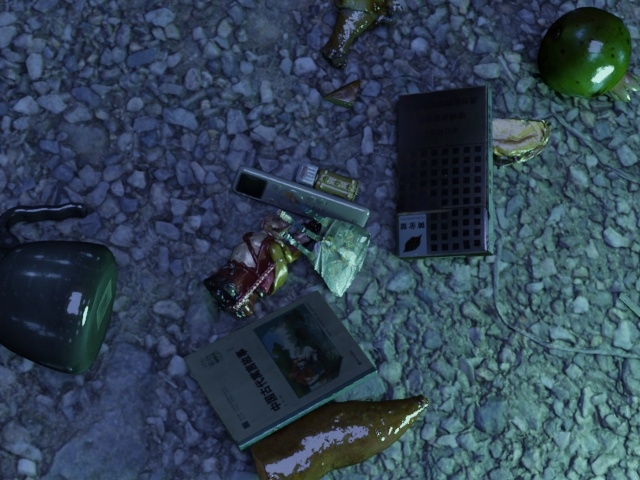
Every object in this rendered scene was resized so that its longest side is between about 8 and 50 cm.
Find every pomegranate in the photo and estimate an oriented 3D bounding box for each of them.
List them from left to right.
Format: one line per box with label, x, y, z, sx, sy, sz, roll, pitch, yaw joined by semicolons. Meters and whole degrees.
pomegranate;0.543;-0.354;2.052;0.225;0.187;0.187;32;74;-28

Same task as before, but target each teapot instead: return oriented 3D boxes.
teapot;-0.500;0.055;1.761;0.285;0.223;0.305;11;79;0

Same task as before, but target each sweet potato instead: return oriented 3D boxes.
sweet potato;0.034;0.341;1.839;0.337;0.131;0.131;-24;84;-14

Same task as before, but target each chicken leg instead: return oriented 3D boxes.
chicken leg;0.069;-0.437;2.027;0.196;0.080;0.125;-43;101;-14

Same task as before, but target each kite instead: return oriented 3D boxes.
kite;0.001;0.000;1.884;0.245;0.015;0.141;35;73;-39

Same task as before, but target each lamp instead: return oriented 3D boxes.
lamp;-0.098;0.026;1.878;0.118;0.118;0.253;42;70;0

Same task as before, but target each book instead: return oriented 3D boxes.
book;-0.071;0.225;1.848;0.283;0.025;0.215;-28;57;-16

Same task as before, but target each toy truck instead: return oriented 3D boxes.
toy truck;0.010;-0.108;1.955;0.123;0.063;0.052;20;77;-6

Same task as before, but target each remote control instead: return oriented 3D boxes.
remote control;-0.038;-0.074;1.938;0.261;0.067;0.029;19;44;-6

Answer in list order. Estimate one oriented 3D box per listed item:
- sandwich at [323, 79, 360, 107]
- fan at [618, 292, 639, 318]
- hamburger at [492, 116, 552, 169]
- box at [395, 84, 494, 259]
sandwich;0.051;-0.279;2.013;0.083;0.031;0.044;-29;81;-12
fan;0.732;0.212;2.041;0.223;0.012;0.294;-17;83;-13
hamburger;0.359;-0.186;2.023;0.176;0.087;0.102;2;90;-1
box;0.236;-0.127;1.964;0.180;0.047;0.324;-3;77;22
